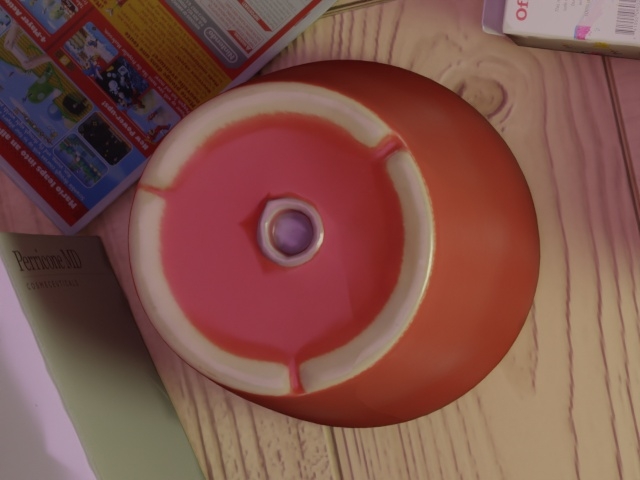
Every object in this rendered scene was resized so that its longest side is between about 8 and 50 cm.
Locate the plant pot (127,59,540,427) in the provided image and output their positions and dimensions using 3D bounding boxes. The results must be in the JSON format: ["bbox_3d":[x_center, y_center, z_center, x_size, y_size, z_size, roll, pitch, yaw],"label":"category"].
[{"bbox_3d":[0.000,0.000,1.284,0.275,0.243,0.274,0,89,12],"label":"plant pot"}]

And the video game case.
[{"bbox_3d":[-0.145,-0.168,1.385,0.285,0.025,0.204,-41,104,6],"label":"video game case"}]

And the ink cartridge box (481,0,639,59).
[{"bbox_3d":[0.187,-0.177,1.324,0.143,0.090,0.092,8,91,13],"label":"ink cartridge box"}]

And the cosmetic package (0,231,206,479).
[{"bbox_3d":[-0.175,0.194,1.335,0.156,0.217,0.385,-24,86,11],"label":"cosmetic package"}]
